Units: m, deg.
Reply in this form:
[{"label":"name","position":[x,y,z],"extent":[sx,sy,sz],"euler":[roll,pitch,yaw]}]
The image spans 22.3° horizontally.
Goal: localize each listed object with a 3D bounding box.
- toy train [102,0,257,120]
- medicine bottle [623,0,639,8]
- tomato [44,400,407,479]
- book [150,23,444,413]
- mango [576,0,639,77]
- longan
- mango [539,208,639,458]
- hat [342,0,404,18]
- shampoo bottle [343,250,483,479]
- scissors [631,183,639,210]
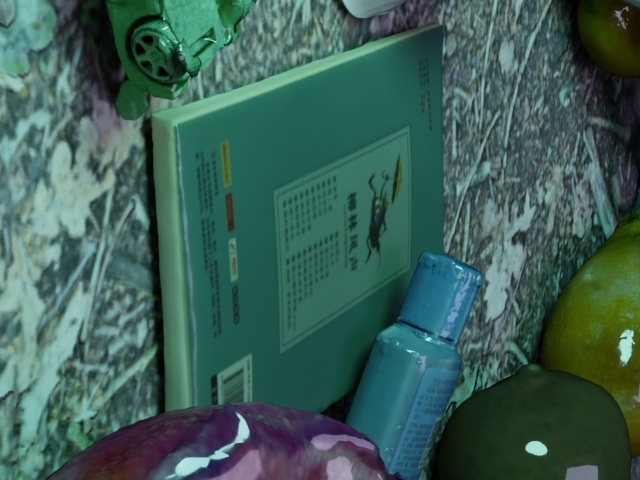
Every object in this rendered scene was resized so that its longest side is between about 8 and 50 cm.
[{"label":"toy train","position":[-0.091,-0.145,0.925],"extent":[0.099,0.081,0.149],"euler":[-51,134,-42]},{"label":"medicine bottle","position":[0.376,-0.376,1.512],"extent":[0.325,0.256,0.256],"euler":[-50,139,-48]},{"label":"tomato","position":[-0.104,0.239,0.917],"extent":[0.289,0.176,0.335],"euler":[-10,108,-38]},{"label":"book","position":[0.000,0.000,1.171],"extent":[0.379,0.031,0.264],"euler":[-27,122,-56]},{"label":"mango","position":[0.303,-0.214,1.602],"extent":[0.163,0.089,0.111],"euler":[-23,109,-49]},{"label":"longan","position":[0.188,0.198,1.433],"extent":[0.189,0.189,0.189],"euler":[-25,120,-56]},{"label":"mango","position":[0.305,0.091,1.645],"extent":[0.316,0.146,0.193],"euler":[-68,153,-50]},{"label":"hat","position":[0.095,-0.250,1.175],"extent":[0.203,0.126,0.203],"euler":[-25,118,-61]},{"label":"shampoo bottle","position":[0.056,0.135,1.230],"extent":[0.104,0.061,0.258],"euler":[14,97,-65]},{"label":"scissors","position":[0.369,-0.140,1.672],"extent":[0.393,0.032,0.180],"euler":[77,30,-73]}]
